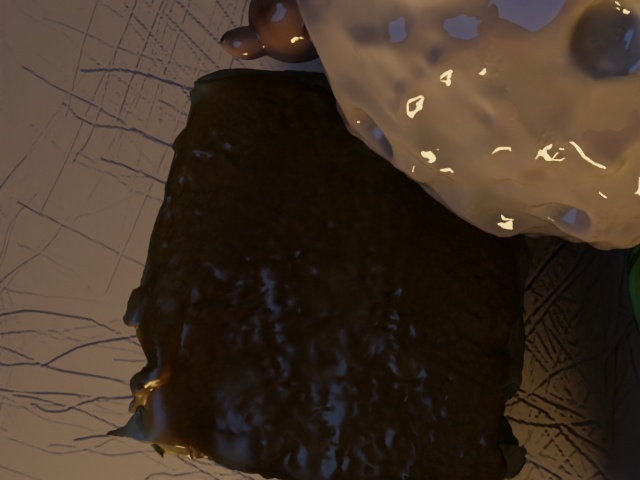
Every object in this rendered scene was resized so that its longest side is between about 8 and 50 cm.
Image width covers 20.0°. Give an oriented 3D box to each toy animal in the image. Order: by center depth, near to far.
[{"bbox_3d":[-0.026,-0.192,1.331,0.083,0.089,0.150,-42,52,48],"label":"toy animal"}]

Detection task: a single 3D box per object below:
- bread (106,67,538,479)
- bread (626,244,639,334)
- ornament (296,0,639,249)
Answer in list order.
[{"bbox_3d":[0.019,0.022,1.126,0.225,0.250,0.279,77,-157,-79],"label":"bread"},{"bbox_3d":[0.241,0.027,1.029,0.139,0.071,0.130,-25,76,47],"label":"bread"},{"bbox_3d":[0.134,-0.158,0.925,0.337,0.337,0.337,5,97,50],"label":"ornament"}]
